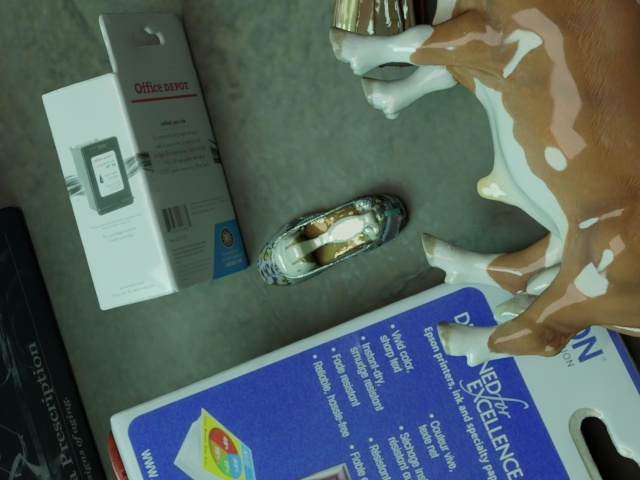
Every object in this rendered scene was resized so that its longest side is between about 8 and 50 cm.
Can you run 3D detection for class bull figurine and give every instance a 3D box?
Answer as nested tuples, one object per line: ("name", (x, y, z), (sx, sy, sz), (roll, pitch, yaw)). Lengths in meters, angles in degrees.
("bull figurine", (0.123, -0.081, 0.872), (0.188, 0.101, 0.310), (-19, 89, 11))

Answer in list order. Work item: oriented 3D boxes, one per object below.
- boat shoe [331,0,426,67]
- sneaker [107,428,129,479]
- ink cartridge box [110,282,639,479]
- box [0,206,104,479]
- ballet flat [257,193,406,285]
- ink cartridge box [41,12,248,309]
("boat shoe", (0.051, -0.192, 0.930), (0.060, 0.064, 0.178), (13, 109, 17))
("sneaker", (-0.083, 0.229, 1.037), (0.221, 0.087, 0.128), (48, 136, 33))
("ink cartridge box", (0.067, 0.188, 0.897), (0.307, 0.072, 0.303), (-20, 66, -5))
("box", (-0.301, 0.179, 1.000), (0.179, 0.312, 0.343), (-17, 91, 26))
("ballet flat", (0.000, 0.000, 0.990), (0.114, 0.041, 0.041), (-25, 87, 25))
("ink cartridge box", (-0.117, -0.054, 0.998), (0.060, 0.104, 0.180), (-15, 91, 26))
